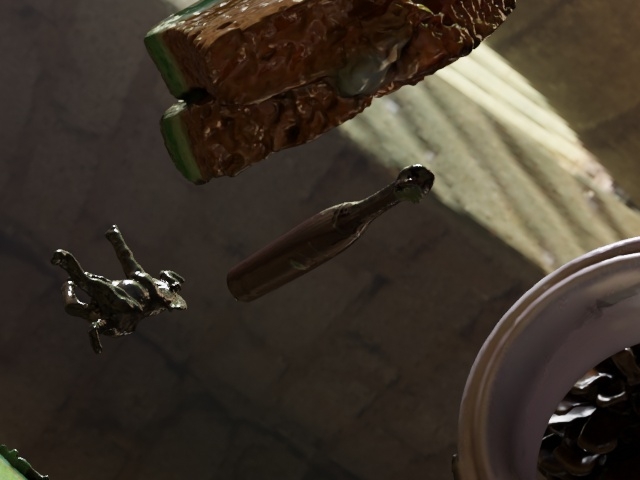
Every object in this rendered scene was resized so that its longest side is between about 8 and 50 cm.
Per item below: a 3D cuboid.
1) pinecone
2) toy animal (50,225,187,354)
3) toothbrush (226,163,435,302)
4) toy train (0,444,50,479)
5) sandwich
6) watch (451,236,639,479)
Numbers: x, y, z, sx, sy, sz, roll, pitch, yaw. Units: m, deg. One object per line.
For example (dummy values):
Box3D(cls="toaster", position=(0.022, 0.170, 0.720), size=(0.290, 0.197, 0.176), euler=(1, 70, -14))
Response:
Box3D(cls="pinecone", position=(0.206, 0.096, 0.810), size=(0.163, 0.163, 0.165), euler=(-56, -36, -21))
Box3D(cls="toy animal", position=(-0.252, 0.064, 1.537), size=(0.084, 0.148, 0.233), euler=(-62, -9, 20))
Box3D(cls="toothbrush", position=(0.000, -0.001, 1.013), size=(0.041, 0.041, 0.364), euler=(-57, 13, -26))
Box3D(cls="toy train", position=(-0.287, 0.298, 0.922), size=(0.271, 0.188, 0.159), euler=(-52, -13, 9))
Box3D(cls="sandwich", position=(0.000, -0.138, 0.798), size=(0.292, 0.109, 0.212), euler=(-24, 15, 23))
Box3D(cls="watch", position=(0.191, 0.089, 0.550), size=(0.248, 0.217, 0.211), euler=(-42, -34, 2))
